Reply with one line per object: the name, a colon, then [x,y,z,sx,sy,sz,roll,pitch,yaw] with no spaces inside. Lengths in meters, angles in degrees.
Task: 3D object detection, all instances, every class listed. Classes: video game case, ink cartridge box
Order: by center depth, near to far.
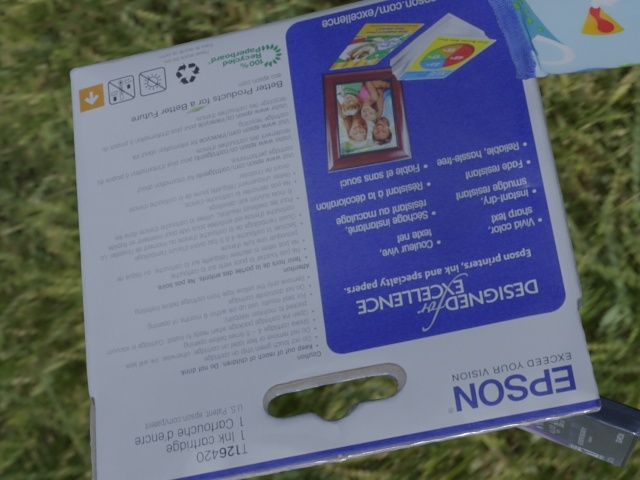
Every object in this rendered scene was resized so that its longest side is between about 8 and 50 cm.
ink cartridge box: [0.000,0.000,1.052,0.304,0.072,0.307,-12,65,9]
video game case: [0.134,0.120,1.424,0.274,0.196,0.026,19,78,11]

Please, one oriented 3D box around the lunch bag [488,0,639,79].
lunch bag: [0.116,-0.134,0.505,0.129,0.151,0.096,-2,144,21]
